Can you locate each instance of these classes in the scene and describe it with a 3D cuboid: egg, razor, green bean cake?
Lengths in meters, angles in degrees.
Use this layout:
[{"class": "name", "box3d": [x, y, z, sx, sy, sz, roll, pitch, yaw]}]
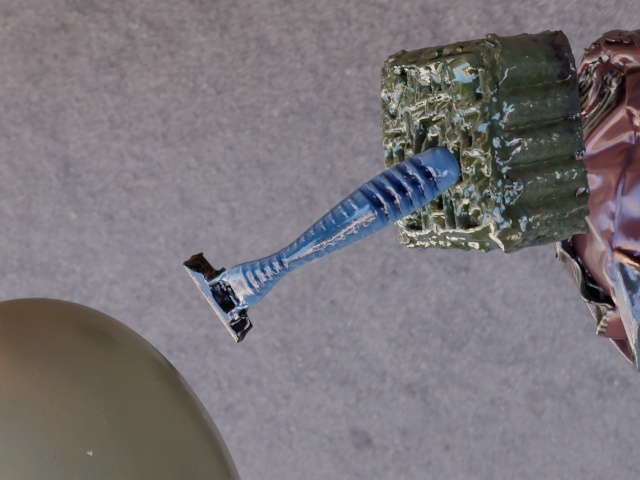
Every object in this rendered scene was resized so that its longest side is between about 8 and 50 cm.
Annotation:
[{"class": "egg", "box3d": [-0.128, 0.146, 0.610, 0.186, 0.186, 0.241, -24, 70, 32]}, {"class": "razor", "box3d": [0.000, 0.000, 0.937, 0.253, 0.042, 0.082, -30, 96, 30]}, {"class": "green bean cake", "box3d": [0.124, -0.078, 1.001, 0.181, 0.094, 0.173, 6, 103, 59]}]

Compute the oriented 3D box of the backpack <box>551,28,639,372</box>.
[{"class": "backpack", "box3d": [0.325, -0.057, 1.243, 0.197, 0.283, 0.317, -10, 112, 5]}]
